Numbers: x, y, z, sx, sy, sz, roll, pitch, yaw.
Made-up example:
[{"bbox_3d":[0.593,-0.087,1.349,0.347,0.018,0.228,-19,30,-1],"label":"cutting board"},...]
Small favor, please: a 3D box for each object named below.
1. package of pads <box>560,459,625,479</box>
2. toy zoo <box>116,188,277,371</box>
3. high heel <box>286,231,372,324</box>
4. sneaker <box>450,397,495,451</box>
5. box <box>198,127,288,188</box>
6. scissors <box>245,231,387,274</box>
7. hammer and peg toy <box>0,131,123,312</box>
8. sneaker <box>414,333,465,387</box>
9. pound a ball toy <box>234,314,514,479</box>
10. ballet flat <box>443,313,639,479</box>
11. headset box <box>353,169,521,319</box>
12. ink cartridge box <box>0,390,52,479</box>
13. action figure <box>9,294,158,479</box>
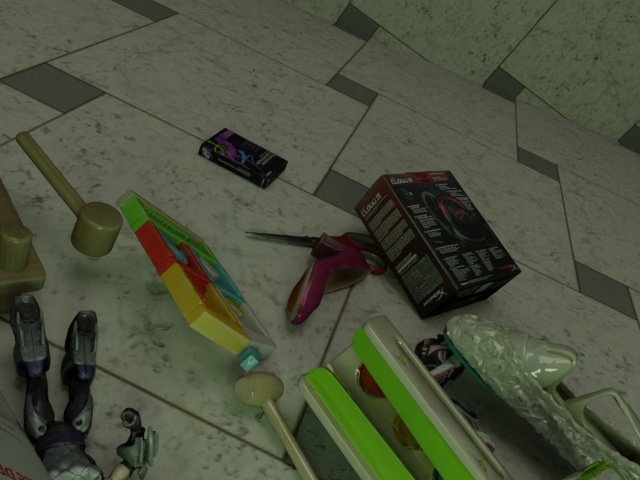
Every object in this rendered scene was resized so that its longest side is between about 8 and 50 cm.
[{"bbox_3d":[0.313,0.407,0.624,0.101,0.229,0.296,-5,44,-38],"label":"package of pads"},{"bbox_3d":[-0.164,0.065,0.871,0.293,0.030,0.192,50,3,33],"label":"toy zoo"},{"bbox_3d":[0.021,0.081,1.042,0.117,0.082,0.244,33,28,-6],"label":"high heel"},{"bbox_3d":[0.167,0.262,0.887,0.170,0.063,0.075,19,31,-16],"label":"sneaker"},{"bbox_3d":[-0.161,-0.177,1.312,0.162,0.029,0.116,29,33,3],"label":"box"},{"bbox_3d":[0.000,0.000,1.185,0.297,0.021,0.109,16,36,-14],"label":"scissors"},{"bbox_3d":[-0.468,-0.023,0.797,0.361,0.127,0.266,-6,44,-44],"label":"hammer and peg toy"},{"bbox_3d":[0.176,0.198,0.988,0.077,0.072,0.178,36,22,25],"label":"sneaker"},{"bbox_3d":[0.069,0.246,0.781,0.319,0.208,0.136,52,15,16],"label":"pound a ball toy"},{"bbox_3d":[0.372,0.242,0.934,0.409,0.147,0.147,48,38,15],"label":"ballet flat"},{"bbox_3d":[0.220,-0.014,1.208,0.218,0.110,0.293,-10,61,-42],"label":"headset box"},{"bbox_3d":[-0.366,0.166,0.472,0.197,0.198,0.270,-37,63,-19],"label":"ink cartridge box"},{"bbox_3d":[-0.276,0.195,0.649,0.185,0.099,0.285,8,39,-34],"label":"action figure"}]
